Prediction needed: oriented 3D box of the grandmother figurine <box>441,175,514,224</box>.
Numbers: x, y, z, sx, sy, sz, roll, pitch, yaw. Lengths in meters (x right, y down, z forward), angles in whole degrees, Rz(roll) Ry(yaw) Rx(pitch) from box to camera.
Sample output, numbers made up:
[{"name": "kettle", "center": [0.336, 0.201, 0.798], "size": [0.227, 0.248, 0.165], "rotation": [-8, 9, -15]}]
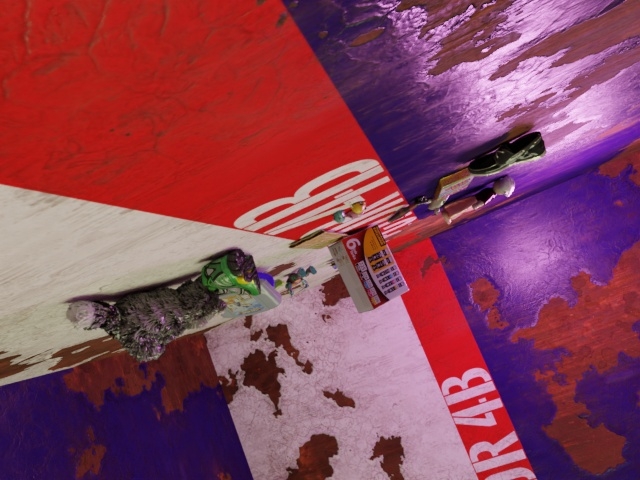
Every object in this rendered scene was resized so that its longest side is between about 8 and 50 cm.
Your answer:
[{"name": "grandmother figurine", "center": [0.729, -0.191, 2.176], "size": [0.343, 0.104, 0.207], "rotation": [-30, -164, 27]}]

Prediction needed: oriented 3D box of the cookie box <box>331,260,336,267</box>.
[{"name": "cookie box", "center": [0.115, 0.132, 2.764], "size": [0.092, 0.040, 0.107], "rotation": [-22, 171, 3]}]

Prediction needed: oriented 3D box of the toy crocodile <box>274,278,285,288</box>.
[{"name": "toy crocodile", "center": [-0.338, 0.281, 2.374], "size": [0.341, 0.105, 0.115], "rotation": [-22, 171, 1]}]

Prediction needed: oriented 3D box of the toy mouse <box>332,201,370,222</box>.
[{"name": "toy mouse", "center": [0.092, -0.082, 1.503], "size": [0.143, 0.031, 0.161], "rotation": [-29, 169, 37]}]

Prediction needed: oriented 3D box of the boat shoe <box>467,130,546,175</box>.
[{"name": "boat shoe", "center": [0.568, -0.269, 1.458], "size": [0.233, 0.084, 0.079], "rotation": [-18, 135, 22]}]

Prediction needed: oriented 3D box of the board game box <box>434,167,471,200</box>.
[{"name": "board game box", "center": [0.482, -0.205, 1.699], "size": [0.124, 0.039, 0.259], "rotation": [-23, 168, 6]}]

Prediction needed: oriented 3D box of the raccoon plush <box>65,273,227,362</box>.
[{"name": "raccoon plush", "center": [-0.477, 0.213, 1.419], "size": [0.299, 0.216, 0.446], "rotation": [-30, 170, 3]}]

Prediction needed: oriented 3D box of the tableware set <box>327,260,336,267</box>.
[{"name": "tableware set", "center": [0.137, 0.123, 2.618], "size": [0.194, 0.039, 0.128], "rotation": [-13, 180, 18]}]

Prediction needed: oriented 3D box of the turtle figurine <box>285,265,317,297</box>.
[{"name": "turtle figurine", "center": [-0.126, 0.223, 2.506], "size": [0.175, 0.118, 0.234], "rotation": [-34, 168, -51]}]

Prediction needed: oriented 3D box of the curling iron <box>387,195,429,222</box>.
[{"name": "curling iron", "center": [0.341, -0.115, 1.876], "size": [0.068, 0.035, 0.274], "rotation": [-17, 169, -27]}]

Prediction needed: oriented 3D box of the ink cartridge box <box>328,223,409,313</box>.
[{"name": "ink cartridge box", "center": [0.226, 0.105, 1.980], "size": [0.272, 0.309, 0.130], "rotation": [-24, 176, -31]}]

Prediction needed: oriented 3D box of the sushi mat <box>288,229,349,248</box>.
[{"name": "sushi mat", "center": [0.000, 0.000, 1.800], "size": [0.152, 0.019, 0.316], "rotation": [-26, 171, 16]}]

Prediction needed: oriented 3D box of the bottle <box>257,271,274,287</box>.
[{"name": "bottle", "center": [-0.311, 0.243, 2.093], "size": [0.118, 0.092, 0.283], "rotation": [14, 141, -29]}]

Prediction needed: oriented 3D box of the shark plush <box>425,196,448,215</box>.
[{"name": "shark plush", "center": [0.480, -0.177, 1.887], "size": [0.067, 0.073, 0.161], "rotation": [-40, 166, -48]}]

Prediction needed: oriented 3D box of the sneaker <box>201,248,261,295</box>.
[{"name": "sneaker", "center": [-0.286, 0.112, 1.530], "size": [0.147, 0.134, 0.343], "rotation": [-16, 162, 3]}]

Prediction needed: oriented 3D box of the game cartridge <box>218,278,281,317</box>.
[{"name": "game cartridge", "center": [-0.326, 0.249, 1.979], "size": [0.298, 0.062, 0.198], "rotation": [-15, 136, 19]}]
